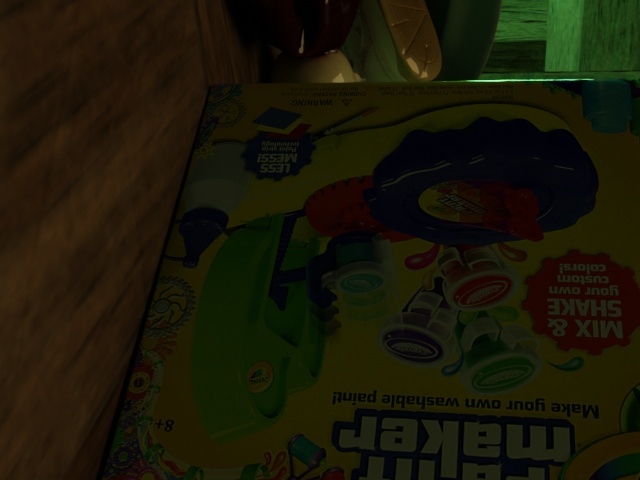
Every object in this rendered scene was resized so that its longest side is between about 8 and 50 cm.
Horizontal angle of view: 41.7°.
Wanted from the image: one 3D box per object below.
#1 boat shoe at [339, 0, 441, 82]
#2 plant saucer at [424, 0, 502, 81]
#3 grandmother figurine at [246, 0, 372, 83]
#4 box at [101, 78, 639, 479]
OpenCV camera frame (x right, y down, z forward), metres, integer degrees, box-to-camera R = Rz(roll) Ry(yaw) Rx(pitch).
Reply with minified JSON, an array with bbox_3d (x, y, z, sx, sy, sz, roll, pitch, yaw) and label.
[{"bbox_3d":[0.023,-0.256,0.770,0.098,0.096,0.277,2,70,-48],"label":"boat shoe"},{"bbox_3d":[0.119,-0.313,0.930,0.317,0.043,0.318,173,-90,-79],"label":"plant saucer"},{"bbox_3d":[-0.008,-0.220,0.621,0.208,0.104,0.342,-33,132,-42],"label":"grandmother figurine"},{"bbox_3d":[0.065,0.063,0.507,0.177,0.289,0.279,75,20,-54],"label":"box"}]
